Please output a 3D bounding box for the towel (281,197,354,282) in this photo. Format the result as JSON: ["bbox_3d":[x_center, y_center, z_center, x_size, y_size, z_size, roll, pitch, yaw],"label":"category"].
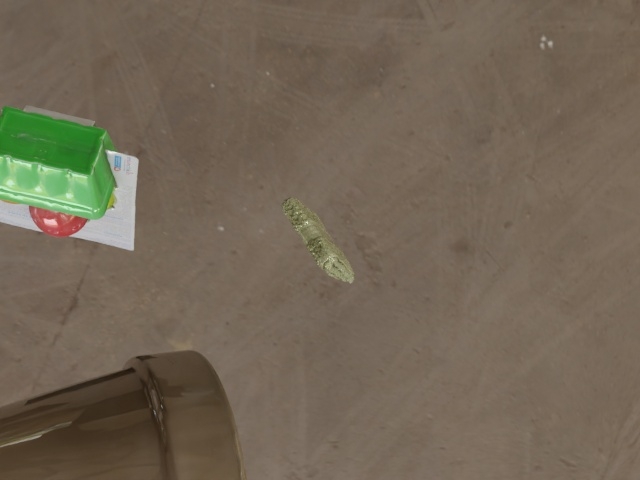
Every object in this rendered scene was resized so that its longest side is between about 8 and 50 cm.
[{"bbox_3d":[0.000,0.000,1.061,0.027,0.148,0.110,-36,73,6],"label":"towel"}]

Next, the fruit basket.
[{"bbox_3d":[-0.510,-0.105,1.590,0.326,0.353,0.166,12,65,-6],"label":"fruit basket"}]

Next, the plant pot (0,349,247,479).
[{"bbox_3d":[-0.243,0.267,0.759,0.280,0.323,0.323,1,70,-26],"label":"plant pot"}]
